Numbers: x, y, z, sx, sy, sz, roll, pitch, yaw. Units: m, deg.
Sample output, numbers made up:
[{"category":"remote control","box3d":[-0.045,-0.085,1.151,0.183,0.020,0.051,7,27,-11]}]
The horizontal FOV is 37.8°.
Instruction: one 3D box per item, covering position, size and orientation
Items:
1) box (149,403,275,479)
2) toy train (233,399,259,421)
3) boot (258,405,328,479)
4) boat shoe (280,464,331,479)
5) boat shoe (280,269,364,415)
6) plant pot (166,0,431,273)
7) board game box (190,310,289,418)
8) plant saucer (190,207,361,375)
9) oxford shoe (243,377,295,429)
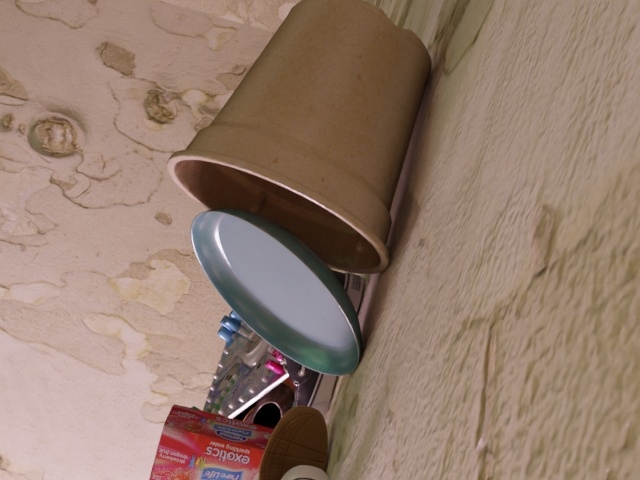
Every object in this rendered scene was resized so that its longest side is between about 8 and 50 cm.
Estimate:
[{"category":"box","box3d":[-0.176,0.411,1.747,0.122,0.257,0.128,-90,15,-81]},{"category":"toy train","box3d":[-0.155,0.383,2.259,0.190,0.142,0.333,102,-171,-50]},{"category":"boot","box3d":[-0.057,0.386,1.441,0.203,0.095,0.261,119,161,-77]},{"category":"boat shoe","box3d":[-0.026,0.386,1.199,0.070,0.078,0.219,-82,0,-61]},{"category":"boat shoe","box3d":[-0.018,0.183,1.521,0.108,0.102,0.301,-86,11,-66]},{"category":"plant pot","box3d":[-0.001,-0.163,1.321,0.334,0.334,0.305,123,172,-76]},{"category":"board game box","box3d":[-0.148,0.227,2.143,0.390,0.050,0.390,-40,22,34]},{"category":"plant saucer","box3d":[-0.058,0.068,1.359,0.043,0.318,0.317,-46,-9,-26]},{"category":"oxford shoe","box3d":[-0.131,0.412,2.024,0.271,0.097,0.098,-69,-8,30]}]
